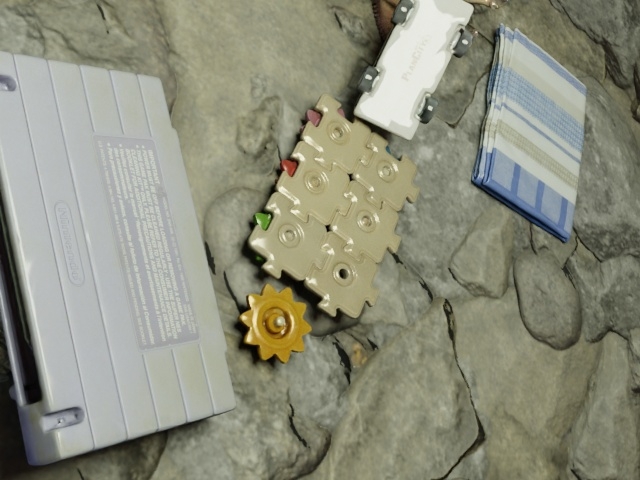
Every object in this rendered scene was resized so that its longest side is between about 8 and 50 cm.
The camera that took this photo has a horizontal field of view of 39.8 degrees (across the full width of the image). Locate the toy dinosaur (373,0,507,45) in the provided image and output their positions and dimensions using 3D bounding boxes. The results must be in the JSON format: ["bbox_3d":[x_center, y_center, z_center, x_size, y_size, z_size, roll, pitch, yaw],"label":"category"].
[{"bbox_3d":[0.142,-0.359,1.183,0.200,0.127,0.296,38,99,-11],"label":"toy dinosaur"}]

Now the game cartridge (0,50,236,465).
[{"bbox_3d":[-0.202,0.008,0.826,0.230,0.068,0.355,0,74,-59],"label":"game cartridge"}]

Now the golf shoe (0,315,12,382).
[{"bbox_3d":[-0.319,0.043,0.771,0.176,0.069,0.086,50,35,-20],"label":"golf shoe"}]

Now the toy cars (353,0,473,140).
[{"bbox_3d":[0.085,-0.321,1.103,0.176,0.087,0.394,-15,94,-7],"label":"toy cars"}]

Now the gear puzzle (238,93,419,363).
[{"bbox_3d":[0.000,0.000,1.029,0.175,0.044,0.339,36,57,-18],"label":"gear puzzle"}]

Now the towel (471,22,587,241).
[{"bbox_3d":[0.320,-0.163,1.329,0.209,0.034,0.285,28,62,-30],"label":"towel"}]
